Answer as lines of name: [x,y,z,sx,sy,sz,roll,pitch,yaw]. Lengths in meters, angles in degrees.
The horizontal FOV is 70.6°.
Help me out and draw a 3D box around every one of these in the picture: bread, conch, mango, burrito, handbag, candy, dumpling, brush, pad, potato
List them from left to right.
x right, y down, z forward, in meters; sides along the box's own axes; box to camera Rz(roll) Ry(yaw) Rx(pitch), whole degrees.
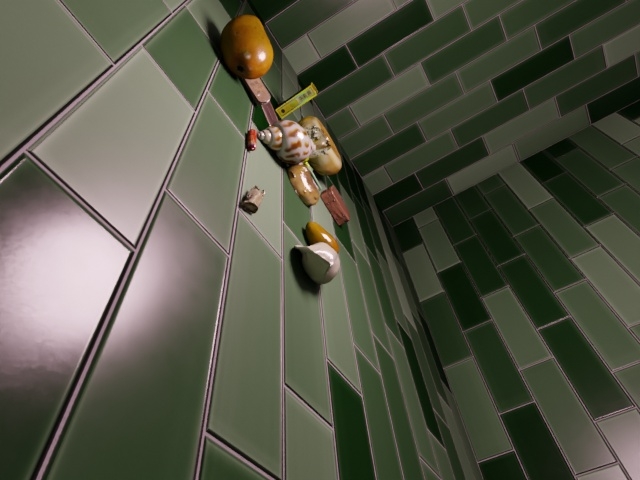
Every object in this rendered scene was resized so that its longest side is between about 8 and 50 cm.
brush: [-0.322,-0.718,1.957,0.327,0.070,0.065,59,-21,4]
mango: [-0.306,-0.806,1.862,0.173,0.212,0.317,106,-22,-60]
burrito: [-0.196,-0.120,1.329,0.055,0.041,0.149,43,23,-16]
pad: [-0.239,-0.604,2.134,0.176,0.002,0.266,29,36,-64]
conch: [-0.136,-0.398,1.836,0.275,0.183,0.148,31,58,-34]
potato: [-0.063,-0.246,1.937,0.200,0.081,0.164,63,13,-7]
candy: [-0.055,-0.344,2.203,0.262,0.073,0.077,60,31,-37]
dumpling: [-0.013,0.063,1.507,0.167,0.126,0.216,37,21,11]
bread: [-0.015,-0.487,2.376,0.333,0.160,0.333,57,16,-26]
mango: [0.002,0.003,1.693,0.163,0.089,0.111,49,6,-12]
handbag: [0.079,-0.182,2.318,0.193,0.072,0.151,56,15,-16]

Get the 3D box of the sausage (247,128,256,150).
sausage: [-0.243,-0.353,1.603,0.034,0.034,0.129,51,18,-35]

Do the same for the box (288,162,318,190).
box: [-0.071,-0.290,2.075,0.247,0.033,0.129,55,16,-25]

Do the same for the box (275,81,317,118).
box: [-0.121,-0.713,2.303,0.064,0.220,0.141,56,15,-22]
